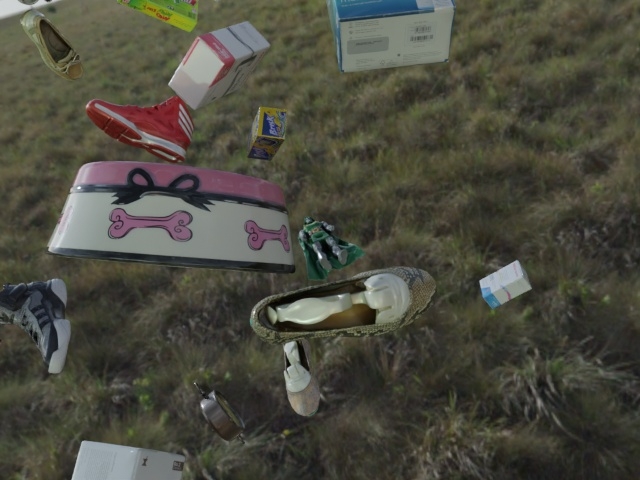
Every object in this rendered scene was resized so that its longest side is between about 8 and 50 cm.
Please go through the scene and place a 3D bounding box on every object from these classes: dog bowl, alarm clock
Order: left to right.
[{"bbox_3d":[-0.238,-0.032,1.013,0.407,0.151,0.408,5,-2,0],"label":"dog bowl"},{"bbox_3d":[-0.265,0.437,1.529,0.064,0.192,0.129,-36,12,-7],"label":"alarm clock"}]

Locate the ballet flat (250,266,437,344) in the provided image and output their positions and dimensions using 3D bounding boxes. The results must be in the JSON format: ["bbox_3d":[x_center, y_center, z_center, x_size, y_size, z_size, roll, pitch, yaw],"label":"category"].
[{"bbox_3d":[0.062,0.162,1.458,0.482,0.164,0.182,-11,-11,-1],"label":"ballet flat"}]

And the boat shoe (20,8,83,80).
[{"bbox_3d":[-0.479,-0.348,1.087,0.048,0.153,0.056,29,67,29],"label":"boat shoe"}]

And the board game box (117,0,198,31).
[{"bbox_3d":[-0.382,-0.577,1.418,0.181,0.092,0.043,13,-26,-35],"label":"board game box"}]

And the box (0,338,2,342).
[{"bbox_3d":[-0.623,0.189,1.008,0.027,0.137,0.094,-45,34,28],"label":"box"}]

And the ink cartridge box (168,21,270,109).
[{"bbox_3d":[-0.238,-0.423,1.434,0.158,0.092,0.218,-43,4,38],"label":"ink cartridge box"}]

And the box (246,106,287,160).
[{"bbox_3d":[-0.107,-0.204,1.161,0.054,0.059,0.169,6,-8,-12],"label":"box"}]

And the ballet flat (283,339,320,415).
[{"bbox_3d":[-0.076,0.407,1.880,0.107,0.106,0.316,-26,34,5],"label":"ballet flat"}]

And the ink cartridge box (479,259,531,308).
[{"bbox_3d":[0.506,0.120,1.636,0.122,0.052,0.088,-34,20,24],"label":"ink cartridge box"}]

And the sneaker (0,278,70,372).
[{"bbox_3d":[-0.652,0.190,1.343,0.153,0.101,0.269,5,37,-30],"label":"sneaker"}]

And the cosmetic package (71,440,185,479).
[{"bbox_3d":[-0.429,0.536,1.320,0.183,0.151,0.152,-4,65,29],"label":"cosmetic package"}]

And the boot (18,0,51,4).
[{"bbox_3d":[-0.811,-0.731,1.711,0.095,0.123,0.258,-17,-11,-39],"label":"boot"}]

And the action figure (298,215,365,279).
[{"bbox_3d":[0.000,0.000,1.395,0.137,0.064,0.232,-20,29,-9],"label":"action figure"}]

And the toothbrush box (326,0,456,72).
[{"bbox_3d":[0.124,-0.483,1.186,0.216,0.126,0.296,-6,53,-1],"label":"toothbrush box"}]

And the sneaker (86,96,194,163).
[{"bbox_3d":[-0.373,-0.265,1.270,0.087,0.221,0.128,-12,55,53],"label":"sneaker"}]
